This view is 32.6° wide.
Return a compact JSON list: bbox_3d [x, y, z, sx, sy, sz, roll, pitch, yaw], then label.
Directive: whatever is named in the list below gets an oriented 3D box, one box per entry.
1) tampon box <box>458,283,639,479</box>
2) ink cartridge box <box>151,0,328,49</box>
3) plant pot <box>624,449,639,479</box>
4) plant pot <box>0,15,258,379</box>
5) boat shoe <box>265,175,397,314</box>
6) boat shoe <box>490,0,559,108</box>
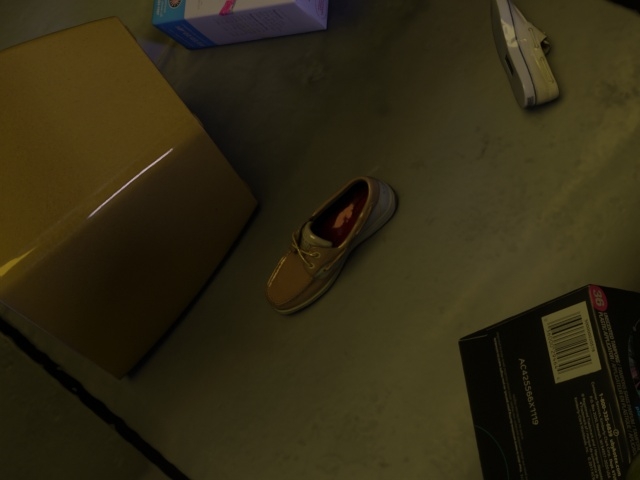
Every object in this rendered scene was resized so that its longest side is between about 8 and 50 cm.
[{"bbox_3d":[0.181,0.104,0.656,0.101,0.161,0.120,-29,62,43],"label":"tampon box"},{"bbox_3d":[-0.050,-0.233,0.946,0.181,0.061,0.104,-2,74,27],"label":"ink cartridge box"},{"bbox_3d":[0.326,0.157,0.438,0.366,0.366,0.353,-44,67,9],"label":"plant pot"},{"bbox_3d":[-0.179,-0.050,0.885,0.187,0.212,0.212,-38,61,-1],"label":"plant pot"},{"bbox_3d":[0.000,0.000,0.860,0.135,0.045,0.050,-49,60,6],"label":"boat shoe"},{"bbox_3d":[0.157,-0.147,0.836,0.035,0.035,0.100,-12,63,-5],"label":"boat shoe"}]
